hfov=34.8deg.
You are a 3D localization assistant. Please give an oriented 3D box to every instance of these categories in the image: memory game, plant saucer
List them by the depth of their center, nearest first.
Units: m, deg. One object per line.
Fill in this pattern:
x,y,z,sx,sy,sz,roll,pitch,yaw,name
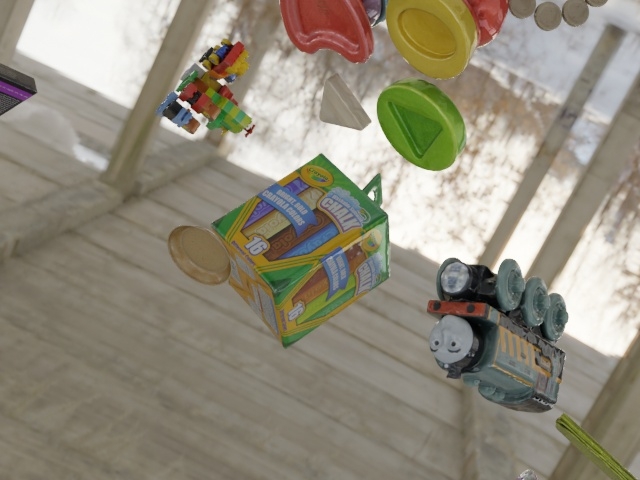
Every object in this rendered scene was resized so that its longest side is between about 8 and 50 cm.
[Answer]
-0.132,0.013,1.141,0.083,0.083,0.015,29,-135,8,plant saucer
0.289,-0.354,1.275,0.186,0.186,0.012,23,176,-16,memory game

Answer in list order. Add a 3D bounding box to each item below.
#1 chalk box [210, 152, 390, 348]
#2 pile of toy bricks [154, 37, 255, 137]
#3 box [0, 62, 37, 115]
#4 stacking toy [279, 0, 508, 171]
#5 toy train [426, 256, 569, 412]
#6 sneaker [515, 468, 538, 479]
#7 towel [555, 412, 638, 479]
0.000,0.000,1.658,0.179,0.289,0.180,46,160,32,chalk box
-0.128,-0.168,1.279,0.105,0.118,0.212,38,164,-15,pile of toy bricks
-0.497,-0.198,1.428,0.116,0.162,0.029,22,-135,-60,box
0.107,-0.255,1.319,0.309,0.279,0.130,28,-124,35,stacking toy
0.273,0.145,1.548,0.142,0.190,0.334,0,161,36,toy train
0.257,0.376,1.354,0.095,0.104,0.236,65,-170,5,sneaker
0.389,0.314,1.291,0.237,0.021,0.102,44,173,20,towel
